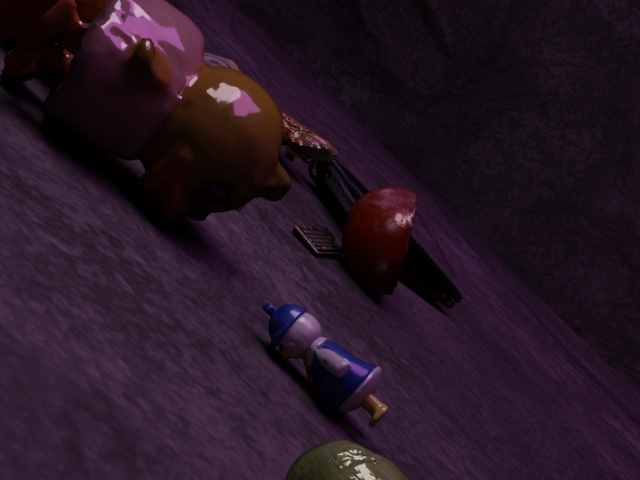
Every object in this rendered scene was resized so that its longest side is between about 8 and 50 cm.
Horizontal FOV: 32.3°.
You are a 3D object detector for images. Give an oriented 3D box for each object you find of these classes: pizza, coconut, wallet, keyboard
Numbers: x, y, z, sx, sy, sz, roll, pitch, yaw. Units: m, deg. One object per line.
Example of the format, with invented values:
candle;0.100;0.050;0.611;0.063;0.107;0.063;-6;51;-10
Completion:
pizza;-0.078;-0.180;1.749;0.226;0.069;0.147;33;4;-5
coconut;0.019;0.172;0.695;0.088;0.088;0.096;31;11;-48
wallet;0.100;-0.012;1.768;0.262;0.071;0.221;40;6;-32
keyboard;0.000;0.000;1.462;0.049;0.015;0.129;45;11;13

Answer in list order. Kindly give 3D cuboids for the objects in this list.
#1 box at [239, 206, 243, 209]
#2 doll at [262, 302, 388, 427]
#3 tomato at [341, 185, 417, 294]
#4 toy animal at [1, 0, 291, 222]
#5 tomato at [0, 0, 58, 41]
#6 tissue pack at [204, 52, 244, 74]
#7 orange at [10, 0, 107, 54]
box;-0.151;-0.092;1.264;0.155;0.023;0.087;28;21;-51
doll;0.003;0.104;0.965;0.143;0.057;0.099;43;-10;6
tomato;0.075;-0.007;1.486;0.091;0.139;0.159;17;26;3
toy animal;-0.147;-0.125;1.047;0.281;0.169;0.195;43;-24;-10
tomato;-0.288;-0.259;0.790;0.265;0.265;0.265;41;11;-10
tissue pack;-0.152;-0.218;1.583;0.108;0.060;0.148;9;27;-30
orange;-0.254;-0.248;1.144;0.156;0.156;0.124;41;32;-9
